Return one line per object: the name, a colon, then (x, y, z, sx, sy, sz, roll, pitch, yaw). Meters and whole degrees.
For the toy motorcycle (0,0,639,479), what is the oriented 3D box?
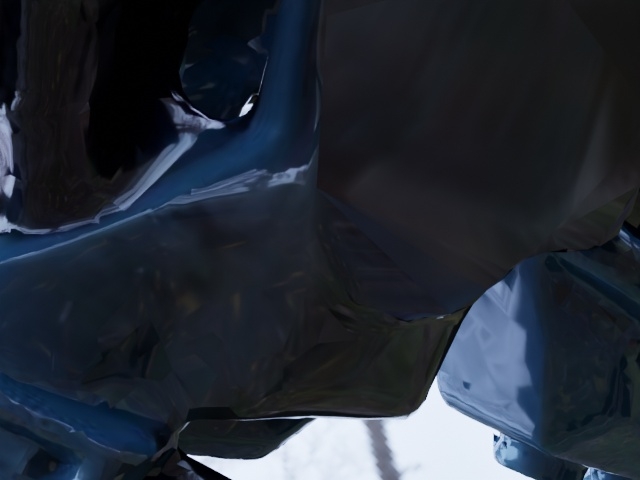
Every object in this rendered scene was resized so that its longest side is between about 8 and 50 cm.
toy motorcycle: (0.000, 0.000, 0.548, 0.416, 0.172, 0.232, 19, -88, -45)
